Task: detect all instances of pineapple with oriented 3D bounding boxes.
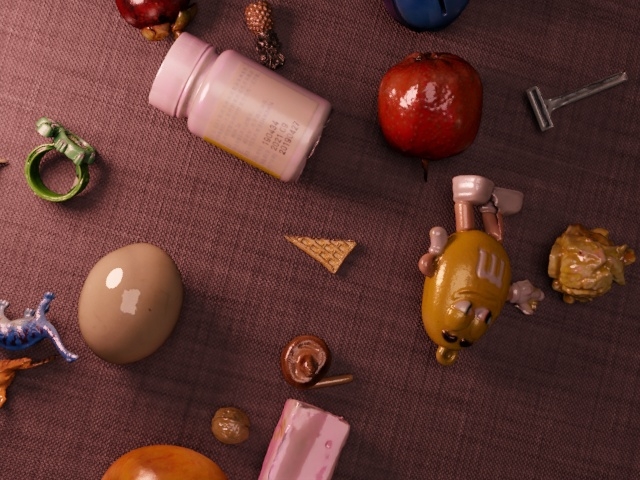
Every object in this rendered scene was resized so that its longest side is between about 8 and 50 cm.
[{"bbox_3d":[-0.130,-0.486,1.971,0.074,0.074,0.159,-19,96,-9],"label":"pineapple"}]

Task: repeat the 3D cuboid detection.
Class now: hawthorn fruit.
[{"bbox_3d":[0.253,-0.285,1.941,0.254,0.254,0.300,-3,113,-9],"label":"hawthorn fruit"}]

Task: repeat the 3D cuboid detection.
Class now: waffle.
[{"bbox_3d":[0.000,0.000,1.967,0.153,0.023,0.097,35,80,-3],"label":"waffle"}]

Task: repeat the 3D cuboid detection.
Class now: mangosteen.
[{"bbox_3d":[-0.368,-0.547,1.898,0.200,0.200,0.199,1,85,-8],"label":"mangosteen"}]

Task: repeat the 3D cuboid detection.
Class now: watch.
[{"bbox_3d":[-0.594,-0.175,1.860,0.165,0.131,0.152,35,99,-8],"label":"watch"}]

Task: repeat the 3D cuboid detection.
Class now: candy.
[{"bbox_3d":[-0.046,0.503,1.870,0.155,0.116,0.265,21,83,-5],"label":"candy"}]

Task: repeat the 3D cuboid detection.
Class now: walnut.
[{"bbox_3d":[-0.203,0.419,1.873,0.092,0.092,0.092,1,85,-8],"label":"walnut"}]

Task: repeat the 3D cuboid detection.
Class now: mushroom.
[{"bbox_3d":[-0.033,0.280,1.908,0.126,0.085,0.109,-37,51,-10],"label":"mushroom"}]

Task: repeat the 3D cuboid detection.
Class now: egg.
[{"bbox_3d":[-0.411,0.136,1.799,0.219,0.219,0.269,25,78,-5],"label":"egg"}]

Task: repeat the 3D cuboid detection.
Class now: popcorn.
[{"bbox_3d":[0.640,0.053,1.981,0.187,0.185,0.167,-40,109,-18],"label":"popcorn"}]

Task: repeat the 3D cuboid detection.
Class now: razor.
[{"bbox_3d":[0.650,-0.369,2.086,0.278,0.056,0.111,-22,90,-17],"label":"razor"}]

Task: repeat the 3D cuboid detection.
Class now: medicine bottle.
[{"bbox_3d":[-0.175,-0.300,1.872,0.379,0.213,0.213,28,82,-5],"label":"medicine bottle"}]

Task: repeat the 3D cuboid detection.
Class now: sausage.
[{"bbox_3d":[0.012,0.332,1.940,0.132,0.024,0.024,-7,86,-8],"label":"sausage"}]

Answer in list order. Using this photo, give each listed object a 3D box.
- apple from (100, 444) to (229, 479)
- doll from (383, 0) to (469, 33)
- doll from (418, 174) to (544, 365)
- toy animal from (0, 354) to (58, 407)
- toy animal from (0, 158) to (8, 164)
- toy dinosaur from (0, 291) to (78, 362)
[{"bbox_3d":[-0.328,0.581,1.745,0.275,0.299,0.299,23,81,-37],"label":"apple"},{"bbox_3d":[0.278,-0.641,1.956,0.310,0.284,0.240,-37,49,-5],"label":"doll"},{"bbox_3d":[0.375,0.052,1.958,0.348,0.161,0.423,-15,96,-26],"label":"doll"},{"bbox_3d":[-0.700,0.294,1.813,0.255,0.116,0.114,-11,118,-14],"label":"toy animal"},{"bbox_3d":[-0.770,-0.159,1.838,0.137,0.098,0.098,14,83,-29],"label":"toy animal"},{"bbox_3d":[-0.644,0.187,1.809,0.329,0.076,0.144,3,62,19],"label":"toy dinosaur"}]
